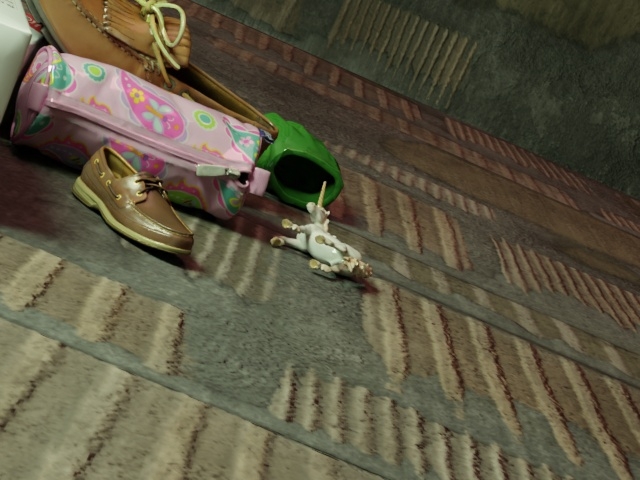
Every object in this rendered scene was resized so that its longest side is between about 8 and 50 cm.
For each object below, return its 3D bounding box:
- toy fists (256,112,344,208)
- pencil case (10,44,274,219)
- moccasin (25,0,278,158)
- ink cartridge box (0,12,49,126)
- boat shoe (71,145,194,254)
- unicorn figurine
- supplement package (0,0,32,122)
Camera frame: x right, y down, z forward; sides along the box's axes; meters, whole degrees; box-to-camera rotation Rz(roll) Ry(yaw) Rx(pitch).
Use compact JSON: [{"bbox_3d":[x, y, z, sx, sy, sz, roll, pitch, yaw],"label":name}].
[{"bbox_3d":[-0.100,-0.128,2.085,0.279,0.096,0.142,22,22,-19],"label":"toy fists"},{"bbox_3d":[-0.198,-0.116,1.765,0.284,0.124,0.124,22,12,-22],"label":"pencil case"},{"bbox_3d":[-0.196,-0.213,1.843,0.380,0.147,0.139,44,13,-25],"label":"moccasin"},{"bbox_3d":[-0.457,-0.240,1.803,0.273,0.114,0.197,25,12,-5],"label":"ink cartridge box"},{"bbox_3d":[-0.186,-0.041,1.608,0.064,0.060,0.178,11,18,-47],"label":"boat shoe"},{"bbox_3d":[0.000,0.000,1.833,0.111,0.060,0.162,9,35,-53],"label":"unicorn figurine"},{"bbox_3d":[-0.389,-0.174,1.499,0.175,0.177,0.293,19,14,-19],"label":"supplement package"}]
